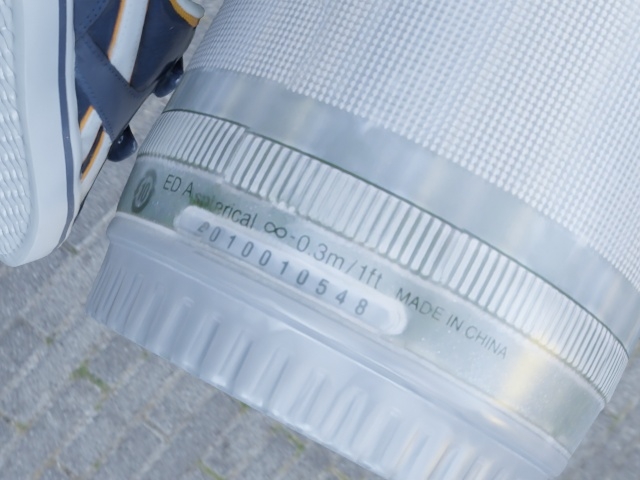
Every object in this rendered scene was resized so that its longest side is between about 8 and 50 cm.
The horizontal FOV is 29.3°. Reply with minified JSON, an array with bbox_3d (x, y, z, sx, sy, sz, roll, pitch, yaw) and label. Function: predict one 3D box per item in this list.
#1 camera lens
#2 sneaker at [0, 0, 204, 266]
[{"bbox_3d":[0.052,-0.043,0.521,0.219,0.219,0.274,32,82,-22],"label":"camera lens"},{"bbox_3d":[-0.138,-0.100,0.662,0.127,0.321,0.126,-36,78,-30],"label":"sneaker"}]
